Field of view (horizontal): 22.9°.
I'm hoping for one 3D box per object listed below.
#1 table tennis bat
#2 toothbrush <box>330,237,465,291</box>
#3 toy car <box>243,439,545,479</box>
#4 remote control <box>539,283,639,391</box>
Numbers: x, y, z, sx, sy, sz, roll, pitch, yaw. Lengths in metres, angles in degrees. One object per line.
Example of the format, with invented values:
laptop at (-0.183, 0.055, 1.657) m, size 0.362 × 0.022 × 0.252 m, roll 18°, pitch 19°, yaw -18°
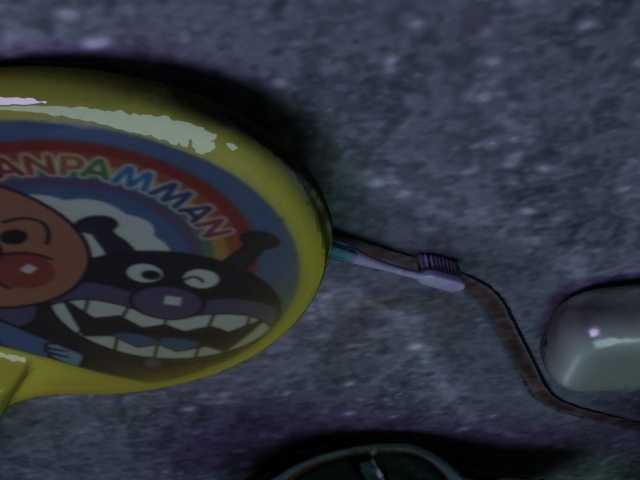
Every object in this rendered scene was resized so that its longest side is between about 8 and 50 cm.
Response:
table tennis bat at (-0.140, 0.038, 0.700) m, size 0.224 × 0.054 × 0.368 m, roll 15°, pitch 144°, yaw -23°
toothbrush at (0.000, 0.000, 0.706) m, size 0.167 × 0.014 × 0.011 m, roll 15°, pitch 143°, yaw -33°
toy car at (0.035, 0.185, 0.950) m, size 0.306 × 0.125 × 0.136 m, roll -3°, pitch 156°, yaw -32°
remote control at (0.270, 0.045, 0.830) m, size 0.310 × 0.038 × 0.090 m, roll -4°, pitch 154°, yaw -5°
